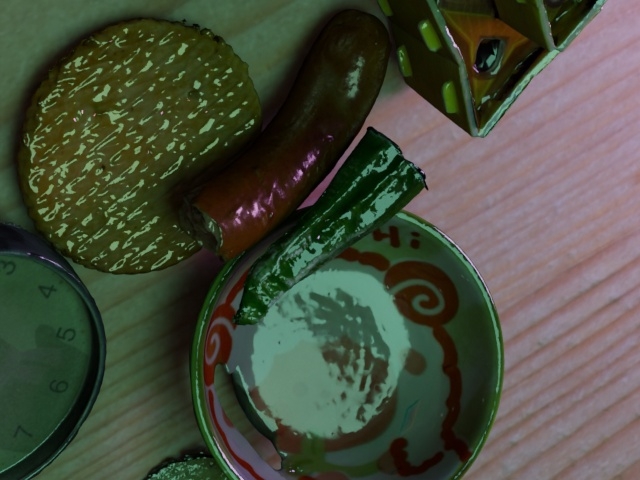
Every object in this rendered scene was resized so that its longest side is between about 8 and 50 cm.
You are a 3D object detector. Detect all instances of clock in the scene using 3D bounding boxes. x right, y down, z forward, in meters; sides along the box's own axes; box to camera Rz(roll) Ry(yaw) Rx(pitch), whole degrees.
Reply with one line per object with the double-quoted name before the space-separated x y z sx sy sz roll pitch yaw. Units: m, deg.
"clock" -0.326 0.117 1.782 0.281 0.055 0.280 -15 123 -25

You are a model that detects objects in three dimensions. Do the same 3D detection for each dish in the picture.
"dish" 0.011 0.122 1.952 0.324 0.124 0.324 0 90 -20

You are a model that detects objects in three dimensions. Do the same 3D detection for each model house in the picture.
"model house" 0.223 -0.252 1.868 0.340 0.300 0.323 3 114 -27

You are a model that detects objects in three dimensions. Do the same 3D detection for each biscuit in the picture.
"biscuit" -0.167 -0.086 1.837 0.254 0.035 0.254 -12 112 -31

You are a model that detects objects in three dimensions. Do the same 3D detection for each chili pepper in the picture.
"chili pepper" 0.000 0.000 1.853 0.227 0.059 0.088 -46 118 -10

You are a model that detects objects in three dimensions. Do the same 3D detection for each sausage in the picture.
"sausage" -0.027 -0.093 1.863 0.302 0.076 0.103 -51 143 -26

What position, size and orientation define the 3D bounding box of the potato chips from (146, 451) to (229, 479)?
"potato chips" -0.115 0.272 2.003 0.209 0.026 0.142 -14 117 -24
